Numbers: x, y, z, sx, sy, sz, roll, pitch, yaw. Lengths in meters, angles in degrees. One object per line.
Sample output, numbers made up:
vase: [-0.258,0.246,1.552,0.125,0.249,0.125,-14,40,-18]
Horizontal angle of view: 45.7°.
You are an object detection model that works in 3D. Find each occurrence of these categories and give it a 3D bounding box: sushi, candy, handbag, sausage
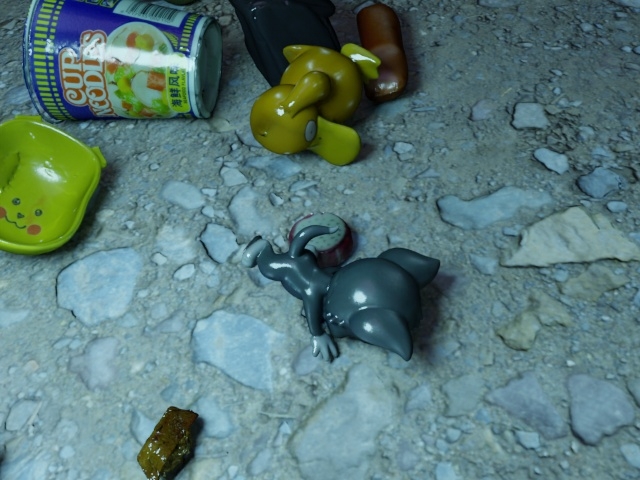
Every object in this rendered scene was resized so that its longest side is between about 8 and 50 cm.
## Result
sushi: [-0.192,0.261,0.970,0.060,0.061,0.118,36,56,-4]
candy: [0.000,0.000,1.198,0.103,0.043,0.103,-5,47,5]
handbag: [-0.079,-0.449,1.476,0.177,0.275,0.302,-29,49,-4]
sausage: [0.123,-0.373,1.510,0.089,0.083,0.300,-5,49,3]

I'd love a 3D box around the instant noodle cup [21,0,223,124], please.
instant noodle cup: [-0.359,-0.347,1.455,0.312,0.284,0.284,7,48,5]

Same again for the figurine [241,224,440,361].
figurine: [0.030,0.052,1.071,0.265,0.140,0.193,38,44,2]

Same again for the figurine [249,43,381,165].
figurine: [-0.014,-0.241,1.331,0.215,0.215,0.228,4,59,12]

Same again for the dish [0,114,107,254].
dish: [-0.496,-0.076,1.279,0.221,0.108,0.262,29,50,-8]

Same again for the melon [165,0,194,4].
melon: [-0.346,-0.622,1.797,0.114,0.114,0.167,-30,52,-19]
